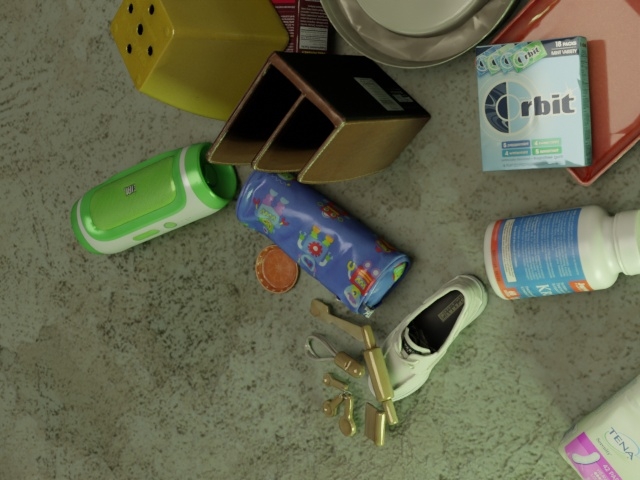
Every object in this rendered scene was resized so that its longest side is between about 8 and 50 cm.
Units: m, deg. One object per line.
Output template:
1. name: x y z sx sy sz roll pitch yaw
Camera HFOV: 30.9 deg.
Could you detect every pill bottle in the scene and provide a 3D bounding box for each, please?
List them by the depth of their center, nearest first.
1. pill bottle: 0.360 0.015 1.679 0.221 0.124 0.124 -9 92 30

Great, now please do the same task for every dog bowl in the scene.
1. dog bowl: 0.161 -0.435 1.745 0.348 0.102 0.349 4 98 28

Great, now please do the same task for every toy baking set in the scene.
1. toy baking set: 0.042 0.214 1.892 0.196 0.030 0.256 -19 84 52

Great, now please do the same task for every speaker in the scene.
1. speaker: -0.294 -0.071 2.025 0.296 0.131 0.131 -21 86 29

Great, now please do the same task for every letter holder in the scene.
1. letter holder: -0.004 -0.154 1.755 0.152 0.302 0.214 45 115 16

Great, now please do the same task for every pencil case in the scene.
1. pencil case: 0.000 0.000 1.877 0.306 0.119 0.133 37 120 20

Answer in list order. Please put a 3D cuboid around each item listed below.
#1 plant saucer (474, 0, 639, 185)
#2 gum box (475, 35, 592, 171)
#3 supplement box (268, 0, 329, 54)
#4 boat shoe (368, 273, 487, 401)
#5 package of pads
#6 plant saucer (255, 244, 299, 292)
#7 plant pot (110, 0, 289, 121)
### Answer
1. plant saucer: 0.396 -0.256 1.671 0.258 0.047 0.259 -46 74 25
2. gum box: 0.309 -0.195 1.676 0.157 0.041 0.184 -1 95 29
3. supplement box: -0.048 -0.390 1.862 0.130 0.073 0.239 13 103 47
4. boat shoe: 0.158 0.161 1.827 0.267 0.088 0.096 -46 75 25
5. package of pads: 0.517 0.332 1.646 0.229 0.101 0.296 -46 75 25
6. plant saucer: -0.073 0.048 1.982 0.083 0.013 0.083 4 98 27
7. plant pot: -0.210 -0.335 1.858 0.212 0.187 0.212 -48 58 40
